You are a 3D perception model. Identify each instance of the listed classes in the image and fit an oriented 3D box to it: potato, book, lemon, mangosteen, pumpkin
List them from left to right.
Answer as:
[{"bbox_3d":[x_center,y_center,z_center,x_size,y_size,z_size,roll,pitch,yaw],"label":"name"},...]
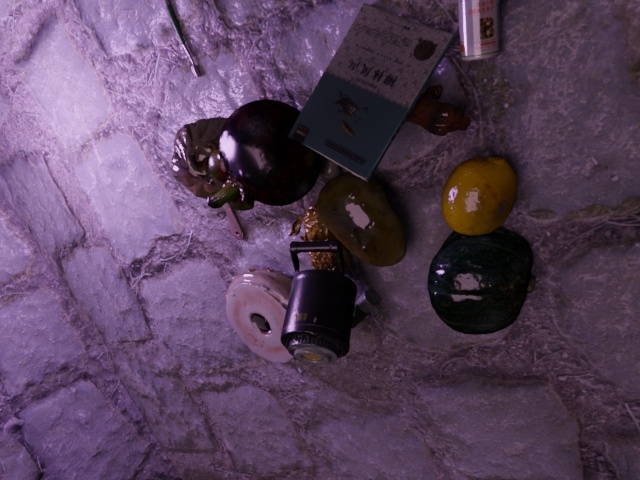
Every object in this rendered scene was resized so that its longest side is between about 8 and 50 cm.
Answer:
[{"bbox_3d":[-0.168,-0.226,1.381,0.306,0.359,0.306,46,157,26],"label":"mangosteen"},{"bbox_3d":[0.125,-0.060,1.388,0.307,0.173,0.210,50,130,-2],"label":"potato"},{"bbox_3d":[0.110,-0.358,1.173,0.264,0.031,0.379,33,96,28],"label":"book"},{"bbox_3d":[0.407,0.121,1.279,0.263,0.197,0.293,10,122,28],"label":"pumpkin"},{"bbox_3d":[0.382,-0.108,1.191,0.170,0.170,0.207,23,118,23],"label":"lemon"}]

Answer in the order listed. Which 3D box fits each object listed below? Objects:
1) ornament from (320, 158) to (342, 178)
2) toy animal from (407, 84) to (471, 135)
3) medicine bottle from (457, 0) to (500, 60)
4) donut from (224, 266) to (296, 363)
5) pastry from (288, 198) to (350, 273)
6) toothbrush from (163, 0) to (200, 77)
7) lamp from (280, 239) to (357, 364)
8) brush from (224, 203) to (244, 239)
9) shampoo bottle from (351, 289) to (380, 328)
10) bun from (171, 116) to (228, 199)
[{"bbox_3d":[0.039,-0.257,1.402,0.075,0.081,0.156,25,131,16],"label":"ornament"},{"bbox_3d":[0.218,-0.323,1.190,0.312,0.157,0.097,20,124,23],"label":"toy animal"},{"bbox_3d":[0.341,-0.488,1.059,0.086,0.086,0.183,5,118,33],"label":"medicine bottle"},{"bbox_3d":[-0.177,0.269,1.797,0.383,0.142,0.382,16,122,28],"label":"donut"},{"bbox_3d":[0.000,0.000,1.553,0.154,0.102,0.250,-5,114,38],"label":"pastry"},{"bbox_3d":[-0.441,-0.643,1.560,0.024,0.018,0.257,-5,112,43],"label":"toothbrush"},{"bbox_3d":[-0.006,0.222,1.461,0.205,0.272,0.374,-2,126,18],"label":"lamp"},{"bbox_3d":[-0.349,-0.136,1.748,0.072,0.067,0.312,-1,116,34],"label":"brush"},{"bbox_3d":[0.118,0.241,1.635,0.065,0.065,0.204,44,131,7],"label":"shampoo bottle"},{"bbox_3d":[-0.350,-0.250,1.561,0.282,0.205,0.281,3,104,12],"label":"bun"}]
